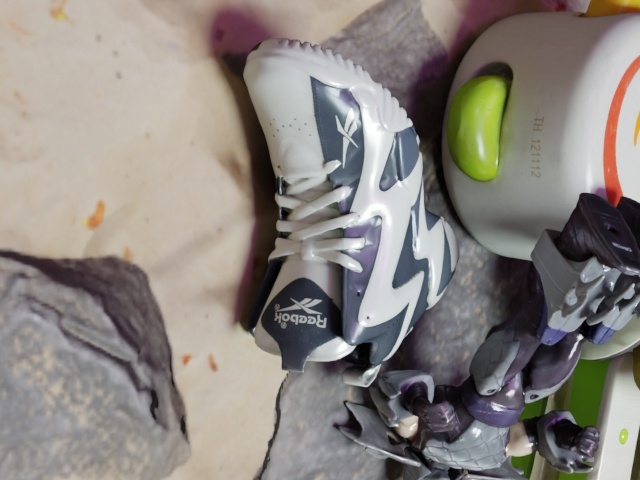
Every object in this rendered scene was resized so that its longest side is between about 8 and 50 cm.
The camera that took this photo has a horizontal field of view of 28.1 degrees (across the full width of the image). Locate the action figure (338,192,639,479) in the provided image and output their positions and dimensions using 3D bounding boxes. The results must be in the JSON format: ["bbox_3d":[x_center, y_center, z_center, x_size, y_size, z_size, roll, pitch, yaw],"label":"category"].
[{"bbox_3d":[0.131,0.095,0.880,0.185,0.099,0.285,11,125,-36],"label":"action figure"}]

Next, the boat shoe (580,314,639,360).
[{"bbox_3d":[0.242,0.042,0.933,0.137,0.049,0.043,-43,149,19],"label":"boat shoe"}]

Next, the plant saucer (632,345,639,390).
[{"bbox_3d":[0.417,0.055,1.025,0.333,0.333,0.081,-72,-175,-53],"label":"plant saucer"}]

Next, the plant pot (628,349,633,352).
[{"bbox_3d":[0.374,0.140,1.149,0.284,0.191,0.284,-10,104,-45],"label":"plant pot"}]

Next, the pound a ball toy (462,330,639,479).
[{"bbox_3d":[0.221,0.245,0.992,0.136,0.208,0.319,13,86,-46],"label":"pound a ball toy"}]

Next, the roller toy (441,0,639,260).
[{"bbox_3d":[0.201,-0.077,0.965,0.209,0.146,0.191,-49,128,-30],"label":"roller toy"}]

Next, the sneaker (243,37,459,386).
[{"bbox_3d":[0.000,0.000,0.804,0.153,0.094,0.235,-62,144,-31],"label":"sneaker"}]
